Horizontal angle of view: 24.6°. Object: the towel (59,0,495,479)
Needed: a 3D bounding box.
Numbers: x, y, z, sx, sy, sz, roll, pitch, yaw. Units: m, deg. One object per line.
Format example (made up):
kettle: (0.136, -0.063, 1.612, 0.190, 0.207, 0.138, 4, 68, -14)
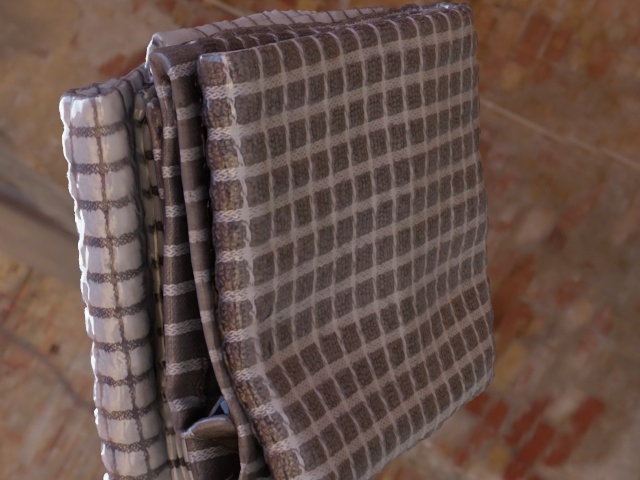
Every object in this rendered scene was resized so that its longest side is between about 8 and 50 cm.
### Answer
towel: (0.000, 0.000, 0.759, 0.283, 0.121, 0.235, -26, -64, -58)
